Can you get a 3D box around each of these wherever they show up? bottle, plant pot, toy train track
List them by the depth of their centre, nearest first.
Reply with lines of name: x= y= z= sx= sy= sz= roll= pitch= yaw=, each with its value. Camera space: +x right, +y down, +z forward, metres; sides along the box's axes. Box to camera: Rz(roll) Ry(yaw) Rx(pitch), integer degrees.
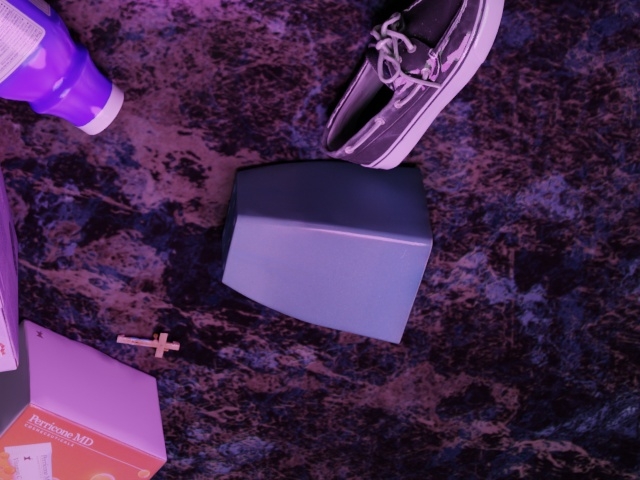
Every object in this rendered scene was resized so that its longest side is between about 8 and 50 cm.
bottle: x=-0.343 y=-0.220 z=1.706 sx=0.118 sy=0.092 sz=0.283 roll=-41 pitch=126 yaw=19
plant pot: x=0.000 y=0.000 z=1.921 sx=0.234 sy=0.165 sz=0.165 roll=10 pitch=125 yaw=-10
toy train track: x=-0.231 y=0.134 z=2.062 sx=0.083 sy=0.014 sz=0.048 roll=8 pitch=132 yaw=-12

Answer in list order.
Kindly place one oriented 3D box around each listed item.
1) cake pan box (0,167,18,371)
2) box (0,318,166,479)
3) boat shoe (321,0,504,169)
cake pan box: x=-0.396 y=-0.022 z=1.750 sx=0.070 sy=0.245 sz=0.266 roll=-10 pitch=130 yaw=-6
box: x=-0.396 y=0.307 z=2.058 sx=0.215 sy=0.168 sz=0.345 roll=28 pitch=116 yaw=-30
boat shoe: x=0.100 y=-0.212 z=1.805 sx=0.105 sy=0.113 sz=0.306 roll=7 pitch=136 yaw=-36
